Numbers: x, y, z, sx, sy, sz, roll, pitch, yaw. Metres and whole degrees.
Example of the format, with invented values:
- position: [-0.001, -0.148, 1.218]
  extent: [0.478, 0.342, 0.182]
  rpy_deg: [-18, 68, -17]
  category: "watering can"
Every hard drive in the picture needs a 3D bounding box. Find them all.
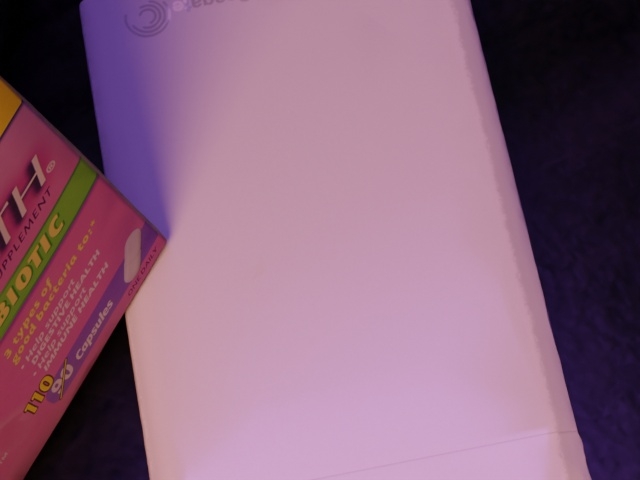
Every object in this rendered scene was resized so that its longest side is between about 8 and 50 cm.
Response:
- position: [0.000, 0.000, 0.871]
  extent: [0.203, 0.040, 0.307]
  rpy_deg: [-11, 68, -1]
  category: "hard drive"

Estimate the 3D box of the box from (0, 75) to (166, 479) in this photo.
- position: [-0.196, 0.031, 0.738]
  extent: [0.117, 0.243, 0.213]
  rpy_deg: [27, 81, 18]
  category: "box"

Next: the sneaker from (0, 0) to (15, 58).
- position: [-0.352, -0.042, 0.837]
  extent: [0.257, 0.169, 0.447]
  rpy_deg: [28, 74, 12]
  category: "sneaker"
